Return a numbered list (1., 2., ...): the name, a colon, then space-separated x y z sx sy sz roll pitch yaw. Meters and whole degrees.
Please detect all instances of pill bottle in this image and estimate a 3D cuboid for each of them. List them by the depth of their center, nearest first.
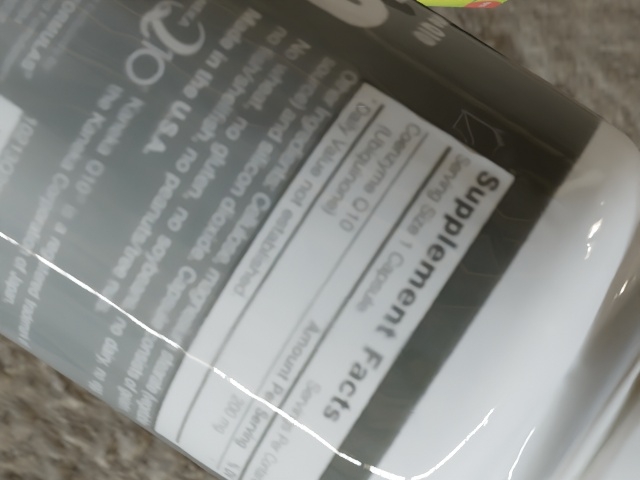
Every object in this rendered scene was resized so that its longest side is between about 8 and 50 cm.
1. pill bottle: 0.000 0.000 0.539 0.283 0.161 0.161 33 81 5

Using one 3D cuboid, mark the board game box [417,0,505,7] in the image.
1. board game box: 0.019 -0.145 0.821 0.181 0.092 0.043 -1 85 -19
